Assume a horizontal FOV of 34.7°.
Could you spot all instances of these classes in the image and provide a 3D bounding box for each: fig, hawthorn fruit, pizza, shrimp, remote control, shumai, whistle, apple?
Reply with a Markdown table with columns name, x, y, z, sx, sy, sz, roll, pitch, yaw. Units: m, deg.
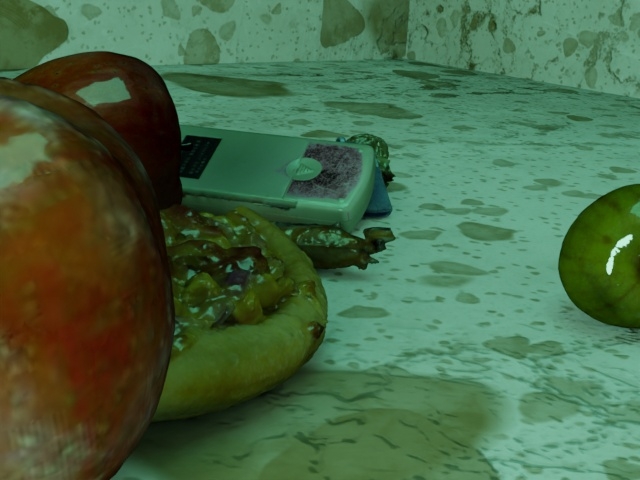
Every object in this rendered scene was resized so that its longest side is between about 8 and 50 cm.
| name | x | y | z | sx | sy | sz | roll | pitch | yaw |
| --- | --- | --- | --- | --- | --- | --- | --- | --- | --- |
| fig | 0.311 | 0.006 | 1.012 | 0.148 | 0.142 | 0.186 | 28 | 27 | -11 |
| hawthorn fruit | -0.215 | 0.029 | 0.579 | 0.284 | 0.284 | 0.284 | 3 | 16 | -1 |
| pizza | -0.126 | 0.044 | 0.865 | 0.277 | 0.114 | 0.409 | 12 | 15 | 11 |
| shrimp | 0.000 | -0.004 | 1.142 | 0.187 | 0.052 | 0.132 | 10 | 17 | 31 |
| remote control | -0.103 | -0.085 | 1.326 | 0.344 | 0.050 | 0.145 | 9 | 43 | 15 |
| shumai | 0.066 | -0.112 | 1.505 | 0.083 | 0.082 | 0.080 | -19 | 18 | 0 |
| whistle | 0.044 | -0.080 | 1.401 | 0.090 | 0.090 | 0.158 | -2 | 56 | -19 |
| apple | -0.252 | -0.094 | 1.115 | 0.234 | 0.234 | 0.234 | 3 | 16 | -1 |
